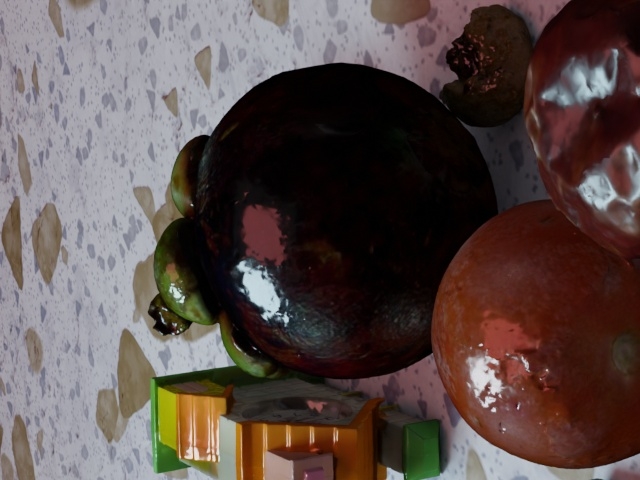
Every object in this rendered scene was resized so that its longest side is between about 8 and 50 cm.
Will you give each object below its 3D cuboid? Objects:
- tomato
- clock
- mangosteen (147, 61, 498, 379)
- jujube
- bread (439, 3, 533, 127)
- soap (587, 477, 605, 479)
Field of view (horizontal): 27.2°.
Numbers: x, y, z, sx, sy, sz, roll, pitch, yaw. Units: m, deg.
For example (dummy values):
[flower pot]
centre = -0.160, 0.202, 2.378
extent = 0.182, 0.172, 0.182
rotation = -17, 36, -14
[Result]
[tomato]
centre = 0.185, 0.072, 1.029
extent = 0.184, 0.208, 0.208
rotation = -165, 70, -64
[clock]
centre = -0.025, 0.203, 1.388
extent = 0.255, 0.220, 0.106
rotation = 10, 103, 57
[mangosteen]
centre = 0.008, -0.010, 1.182
extent = 0.311, 0.311, 0.311
rotation = 19, 112, 56
[jujube]
centre = 0.248, -0.085, 0.864
extent = 0.213, 0.232, 0.213
rotation = 15, 109, 54
[bread]
centre = 0.149, -0.150, 1.178
extent = 0.082, 0.060, 0.113
rotation = 52, 136, 44
[soap]
centre = 0.263, 0.418, 0.973
extent = 0.435, 0.213, 0.350
rotation = 28, 121, 54
